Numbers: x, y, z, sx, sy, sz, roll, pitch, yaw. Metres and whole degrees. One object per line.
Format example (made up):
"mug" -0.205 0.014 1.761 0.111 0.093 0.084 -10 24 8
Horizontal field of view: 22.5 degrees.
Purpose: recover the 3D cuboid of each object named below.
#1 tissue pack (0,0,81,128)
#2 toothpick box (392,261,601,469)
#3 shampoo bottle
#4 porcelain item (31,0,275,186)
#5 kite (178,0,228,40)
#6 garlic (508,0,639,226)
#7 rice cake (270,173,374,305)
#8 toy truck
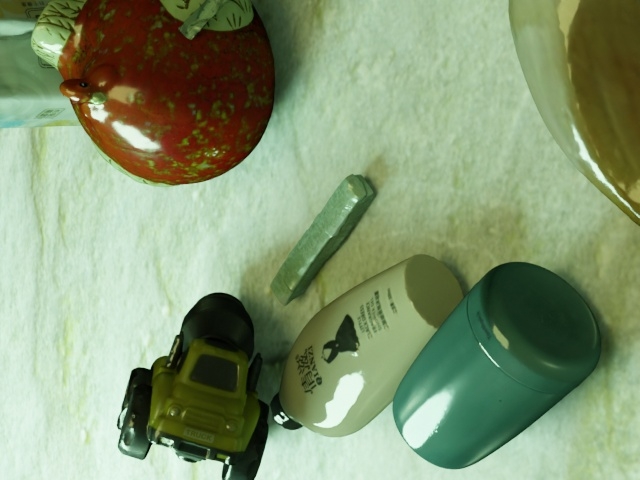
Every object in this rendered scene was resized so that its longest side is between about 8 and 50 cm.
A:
"tissue pack" -0.308 -0.217 1.747 0.145 0.229 0.159 -30 72 44
"toothpick box" 0.144 0.115 1.381 0.184 0.120 0.120 -52 58 39
"shampoo bottle" 0.034 0.109 1.524 0.257 0.078 0.127 -45 53 43
"porcelain item" -0.175 -0.167 1.613 0.253 0.253 0.253 5 98 46
"kite" -0.049 -0.290 1.536 0.229 0.012 0.250 36 87 7
"garlic" 0.226 -0.151 1.296 0.143 0.112 0.318 -24 87 42
"rice cake" 0.000 0.001 1.587 0.033 0.029 0.171 54 128 23
"toy truck" -0.114 0.141 1.600 0.224 0.147 0.165 -135 62 -84
